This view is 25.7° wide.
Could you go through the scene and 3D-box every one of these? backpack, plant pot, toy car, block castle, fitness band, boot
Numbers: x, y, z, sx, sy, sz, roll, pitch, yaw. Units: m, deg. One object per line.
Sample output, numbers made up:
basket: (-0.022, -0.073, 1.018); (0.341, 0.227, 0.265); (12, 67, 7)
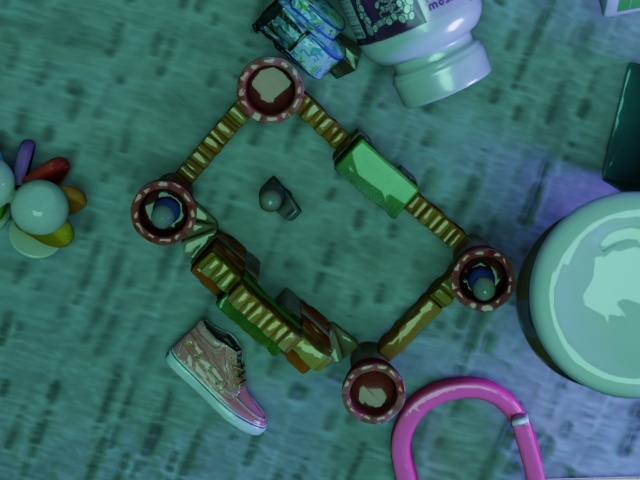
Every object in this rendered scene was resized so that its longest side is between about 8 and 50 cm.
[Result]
backpack: (-0.016, -0.269, 1.802); (0.084, 0.105, 0.114); (-40, 100, 19)
plant pot: (0.524, -0.126, 1.852); (0.234, 0.165, 0.165); (8, 103, -10)
toy car: (-0.400, -0.069, 1.873); (0.182, 0.159, 0.136); (25, 67, -6)
block castle: (0.000, 0.000, 1.845); (0.453, 0.213, 0.303); (41, 100, -10)
fitness band: (0.213, 0.337, 1.998); (0.209, 0.054, 0.290); (-13, 100, 8)
boot: (0.021, -0.284, 1.867); (0.114, 0.037, 0.106); (40, 113, -6)

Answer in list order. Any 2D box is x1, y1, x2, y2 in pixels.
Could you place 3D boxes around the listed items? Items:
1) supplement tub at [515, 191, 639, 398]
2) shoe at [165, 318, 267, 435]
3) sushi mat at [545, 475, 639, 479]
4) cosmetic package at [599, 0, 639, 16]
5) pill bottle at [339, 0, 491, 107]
supplement tub: (0.369, 0.070, 1.749); (0.241, 0.331, 0.241); (0, 87, 4)
shoe: (-0.127, 0.191, 1.964); (0.178, 0.063, 0.081); (42, 104, -5)
sushi mat: (0.465, 0.414, 2.045); (0.317, 0.019, 0.151); (-2, 104, 0)
cosmetic package: (0.523, -0.417, 1.741); (0.366, 0.197, 0.155); (-10, 70, 4)
pill bottle: (0.105, -0.330, 1.791); (0.169, 0.169, 0.301); (-24, 102, 5)
